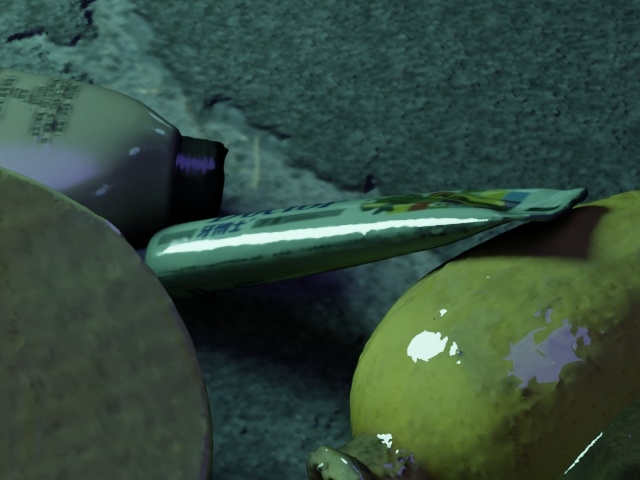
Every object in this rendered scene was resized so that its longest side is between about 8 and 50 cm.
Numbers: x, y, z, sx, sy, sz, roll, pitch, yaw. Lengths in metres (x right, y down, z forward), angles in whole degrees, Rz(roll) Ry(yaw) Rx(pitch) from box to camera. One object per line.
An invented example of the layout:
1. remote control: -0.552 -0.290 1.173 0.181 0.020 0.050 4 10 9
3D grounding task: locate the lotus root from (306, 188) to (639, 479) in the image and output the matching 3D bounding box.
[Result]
1. lotus root: 0.120 0.051 0.827 0.303 0.146 0.130 -25 96 -29

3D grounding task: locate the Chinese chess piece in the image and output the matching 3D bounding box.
1. Chinese chess piece: -0.168 0.086 0.747 0.251 0.097 0.250 10 60 -19

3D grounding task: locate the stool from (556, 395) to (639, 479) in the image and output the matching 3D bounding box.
1. stool: 0.215 0.183 0.692 0.179 0.179 0.264 -28 56 -27

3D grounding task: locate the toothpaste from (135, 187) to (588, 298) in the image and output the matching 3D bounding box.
1. toothpaste: 0.000 0.000 0.858 0.255 0.037 0.067 -8 7 31

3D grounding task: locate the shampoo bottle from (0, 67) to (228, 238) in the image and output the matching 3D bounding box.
1. shampoo bottle: -0.175 -0.046 0.928 0.257 0.078 0.127 7 31 2
